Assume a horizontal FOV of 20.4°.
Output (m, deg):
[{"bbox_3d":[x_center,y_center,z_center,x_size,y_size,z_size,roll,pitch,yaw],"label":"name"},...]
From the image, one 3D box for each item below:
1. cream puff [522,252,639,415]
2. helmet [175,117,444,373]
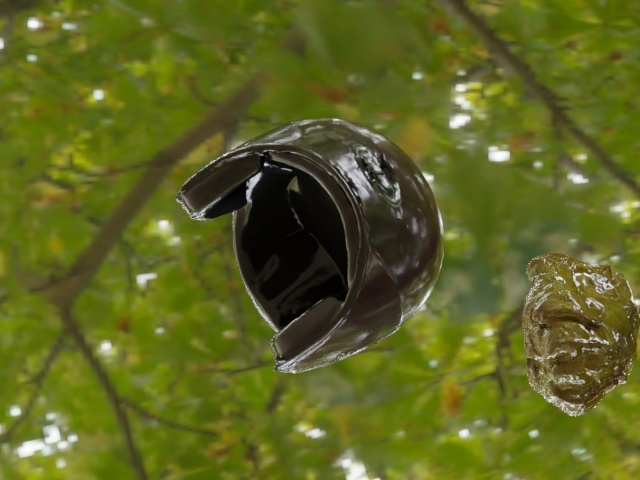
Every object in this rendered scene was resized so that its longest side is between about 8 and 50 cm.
[{"bbox_3d":[0.139,0.047,0.937,0.058,0.083,0.083,-7,-76,25],"label":"cream puff"},{"bbox_3d":[0.000,0.000,1.412,0.189,0.193,0.216,58,-26,13],"label":"helmet"}]
